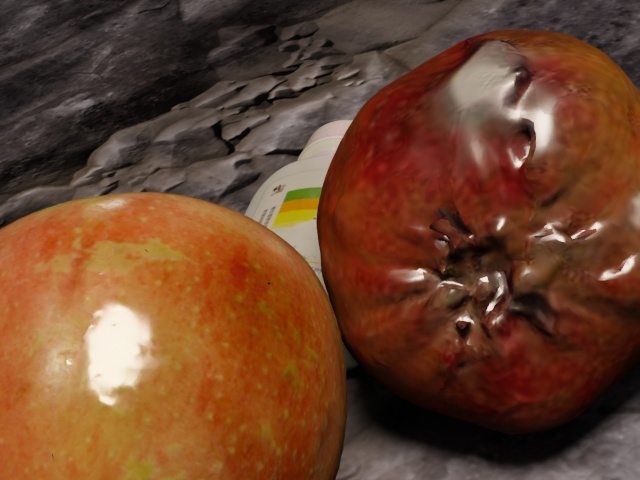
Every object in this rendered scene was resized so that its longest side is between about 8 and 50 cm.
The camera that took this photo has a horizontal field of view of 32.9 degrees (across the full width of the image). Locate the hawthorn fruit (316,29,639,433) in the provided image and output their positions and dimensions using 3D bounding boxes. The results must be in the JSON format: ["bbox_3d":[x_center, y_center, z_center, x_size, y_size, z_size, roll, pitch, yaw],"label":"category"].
[{"bbox_3d":[0.152,-0.016,0.852,0.308,0.308,0.325,9,28,33],"label":"hawthorn fruit"}]

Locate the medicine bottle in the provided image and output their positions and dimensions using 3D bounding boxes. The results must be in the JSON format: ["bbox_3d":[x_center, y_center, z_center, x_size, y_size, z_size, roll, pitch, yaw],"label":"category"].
[{"bbox_3d":[0.000,0.000,1.050,0.161,0.111,0.296,-2,34,20],"label":"medicine bottle"}]

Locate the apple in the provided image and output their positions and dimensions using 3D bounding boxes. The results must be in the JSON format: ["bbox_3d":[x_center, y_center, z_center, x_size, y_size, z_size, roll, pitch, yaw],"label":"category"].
[{"bbox_3d":[-0.133,0.132,0.728,0.319,0.319,0.277,-14,52,2],"label":"apple"}]
